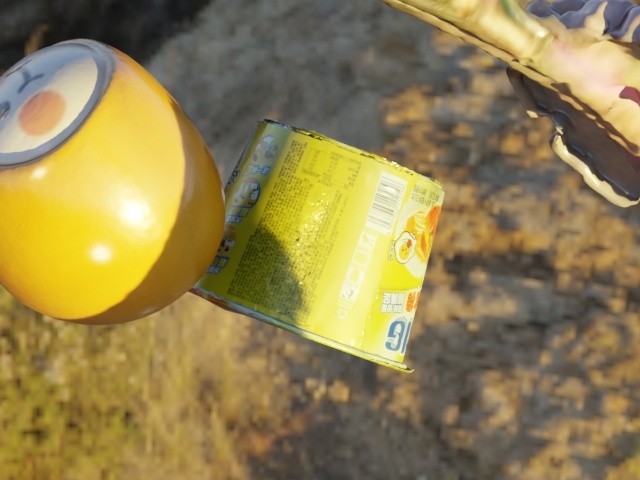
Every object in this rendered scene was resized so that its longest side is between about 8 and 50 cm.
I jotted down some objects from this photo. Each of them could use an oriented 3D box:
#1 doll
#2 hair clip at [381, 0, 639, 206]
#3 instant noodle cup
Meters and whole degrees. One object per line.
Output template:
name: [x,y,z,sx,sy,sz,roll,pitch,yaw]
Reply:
doll: [-0.188,-0.018,1.307,0.236,0.213,0.213,-42,40,0]
hair clip: [0.120,-0.087,0.886,0.300,0.069,0.173,30,-8,-31]
instant noodle cup: [0.000,0.000,1.428,0.205,0.153,0.205,20,1,0]
